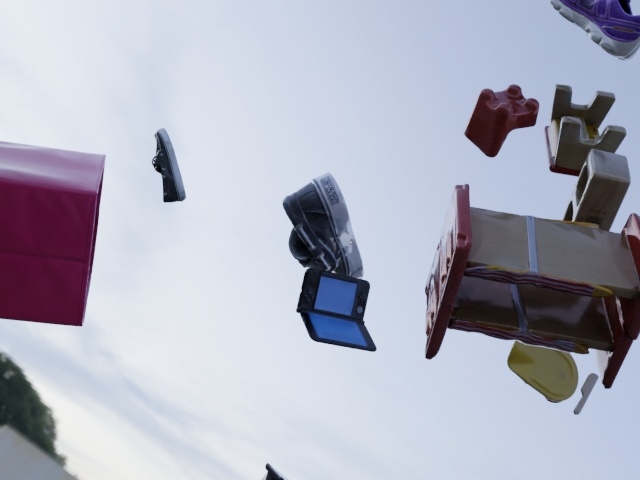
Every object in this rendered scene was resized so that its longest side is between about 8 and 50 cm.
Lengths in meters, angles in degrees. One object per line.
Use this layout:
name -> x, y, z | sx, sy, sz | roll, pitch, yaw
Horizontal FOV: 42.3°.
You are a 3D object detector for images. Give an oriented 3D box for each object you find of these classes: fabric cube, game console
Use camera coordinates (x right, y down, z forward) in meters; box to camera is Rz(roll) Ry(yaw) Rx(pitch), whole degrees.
fabric cube -> -0.528, -0.020, 1.459 | 0.258, 0.259, 0.254 | 7, 20, -14
game console -> 0.032, 0.106, 1.273 | 0.122, 0.107, 0.071 | 14, -4, -30

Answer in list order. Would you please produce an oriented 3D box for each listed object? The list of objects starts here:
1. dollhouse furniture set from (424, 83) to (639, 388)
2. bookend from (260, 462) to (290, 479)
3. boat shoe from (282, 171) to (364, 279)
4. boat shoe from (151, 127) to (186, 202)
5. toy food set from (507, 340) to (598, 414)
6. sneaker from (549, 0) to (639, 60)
dollhouse furniture set -> 0.235, -0.032, 0.937 | 0.201, 0.374, 0.152 | 11, -51, 1
bookend -> -0.089, 0.551, 1.626 | 0.157, 0.156, 0.072 | 46, -11, -27
boat shoe -> 0.000, 0.000, 1.309 | 0.301, 0.102, 0.108 | 71, -5, -67
boat shoe -> -0.267, -0.129, 1.420 | 0.049, 0.040, 0.142 | 112, -39, -65
toy food set -> 0.490, 0.290, 1.814 | 0.218, 0.128, 0.071 | 37, -29, -9
sneaker -> 0.345, -0.288, 1.019 | 0.068, 0.071, 0.170 | 12, 34, -42
